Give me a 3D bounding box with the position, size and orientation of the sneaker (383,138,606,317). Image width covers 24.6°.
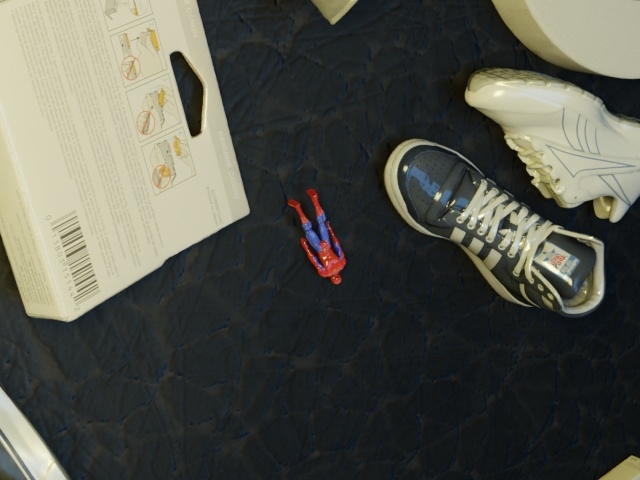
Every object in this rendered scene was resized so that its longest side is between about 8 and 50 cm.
[{"bbox_3d":[0.202,-0.011,1.604,0.282,0.153,0.099,40,79,-31],"label":"sneaker"}]

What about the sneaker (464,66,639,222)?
[{"bbox_3d":[0.277,-0.107,1.661,0.297,0.111,0.129,22,94,-31],"label":"sneaker"}]

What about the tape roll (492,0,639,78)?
[{"bbox_3d":[0.346,-0.378,1.662,0.392,0.072,0.392,-7,104,-30],"label":"tape roll"}]

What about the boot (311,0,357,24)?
[{"bbox_3d":[-0.050,-0.292,1.407,0.189,0.076,0.208,-39,107,-4],"label":"boot"}]

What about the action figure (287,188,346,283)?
[{"bbox_3d":[0.000,0.000,1.561,0.038,0.030,0.115,-31,119,-16],"label":"action figure"}]

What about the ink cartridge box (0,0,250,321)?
[{"bbox_3d":[-0.206,-0.110,1.394,0.261,0.066,0.296,-32,117,-43],"label":"ink cartridge box"}]

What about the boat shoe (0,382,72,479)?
[{"bbox_3d":[-0.326,0.181,1.358,0.105,0.113,0.306,-38,114,-12],"label":"boat shoe"}]

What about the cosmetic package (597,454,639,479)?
[{"bbox_3d":[0.370,0.328,1.842,0.115,0.041,0.060,-29,114,-22],"label":"cosmetic package"}]
